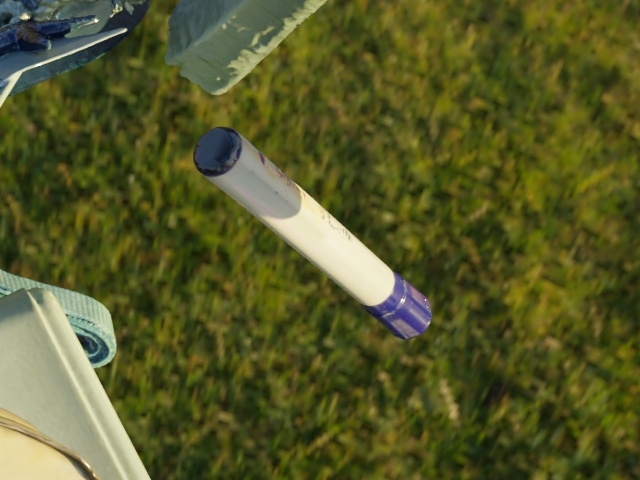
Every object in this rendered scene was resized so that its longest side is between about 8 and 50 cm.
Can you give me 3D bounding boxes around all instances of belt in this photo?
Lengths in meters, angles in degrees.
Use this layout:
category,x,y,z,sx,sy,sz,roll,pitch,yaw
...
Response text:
category,x,y,z,sx,sy,sz,roll,pitch,yaw
belt,-0.271,0.076,1.717,0.179,0.100,0.065,27,21,-26

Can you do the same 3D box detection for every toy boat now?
category,x,y,z,sx,sy,sz,roll,pitch,yaw
toy boat,-0.204,-0.121,1.345,0.210,0.291,0.070,-32,111,-6

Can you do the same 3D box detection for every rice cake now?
category,x,y,z,sx,sy,sz,roll,pitch,yaw
rice cake,-0.007,-0.188,1.282,0.063,0.336,0.066,28,60,-20

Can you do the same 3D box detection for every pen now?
category,x,y,z,sx,sy,sz,roll,pitch,yaw
pen,0.001,0.000,1.133,0.033,0.269,0.033,-11,64,23

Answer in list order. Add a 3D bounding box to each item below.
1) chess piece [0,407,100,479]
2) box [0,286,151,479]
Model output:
category,x,y,z,sx,sy,sz,roll,pitch,yaw
chess piece,-0.216,0.087,0.873,0.139,0.124,0.307,-20,23,-25
box,-0.214,0.191,1.381,0.182,0.175,0.312,-26,79,-12
